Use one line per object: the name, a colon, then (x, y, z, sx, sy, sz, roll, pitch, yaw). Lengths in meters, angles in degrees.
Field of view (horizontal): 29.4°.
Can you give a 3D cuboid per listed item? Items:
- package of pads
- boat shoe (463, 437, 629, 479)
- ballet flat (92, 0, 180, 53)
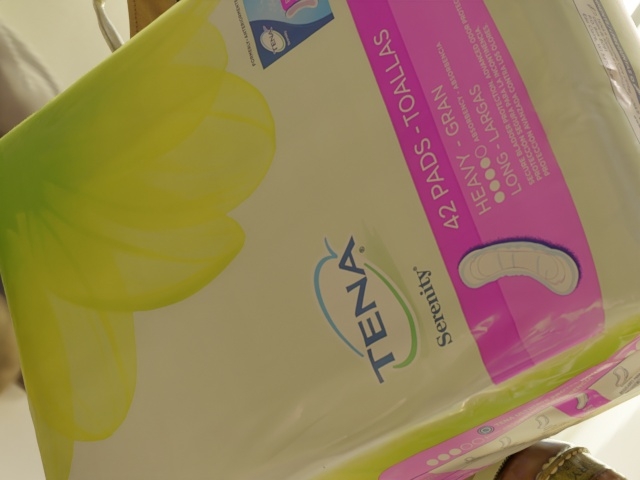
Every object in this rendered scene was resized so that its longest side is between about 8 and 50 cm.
package of pads: (0.000, 0.000, 0.498, 0.296, 0.229, 0.101, -31, 153, 28)
boat shoe: (0.114, 0.266, 0.750, 0.111, 0.104, 0.307, -17, 122, -48)
ballet flat: (-0.114, -0.178, 0.753, 0.073, 0.232, 0.080, -17, 169, 16)
